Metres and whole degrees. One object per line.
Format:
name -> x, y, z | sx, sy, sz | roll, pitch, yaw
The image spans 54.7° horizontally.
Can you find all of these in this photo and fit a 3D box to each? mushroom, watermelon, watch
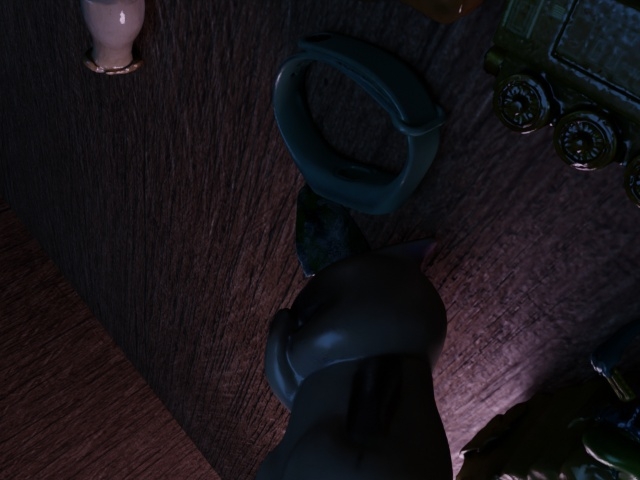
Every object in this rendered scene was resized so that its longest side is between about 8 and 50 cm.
mushroom -> -0.327, -0.342, 0.975 | 0.088, 0.097, 0.212 | 43, 146, 2
watermelon -> 0.003, -0.006, 0.858 | 0.080, 0.101, 0.155 | 5, 112, 63
watch -> 0.039, -0.132, 0.716 | 0.237, 0.068, 0.195 | 28, 135, 42

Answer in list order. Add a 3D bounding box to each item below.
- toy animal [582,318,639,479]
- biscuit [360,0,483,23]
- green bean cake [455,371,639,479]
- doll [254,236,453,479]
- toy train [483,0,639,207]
toy animal -> 0.279, 0.092, 0.492 | 0.103, 0.208, 0.100 | 36, -176, -10
biscuit -> 0.020, -0.355, 0.459 | 0.365, 0.062, 0.385 | 42, 158, 34
green bean cake -> 0.299, 0.316, 0.629 | 0.310, 0.202, 0.285 | 51, 149, 9
doll -> 0.043, 0.183, 0.701 | 0.215, 0.225, 0.371 | 116, 155, -55
toy train -> 0.229, -0.120, 0.459 | 0.225, 0.090, 0.137 | 39, 139, 25
